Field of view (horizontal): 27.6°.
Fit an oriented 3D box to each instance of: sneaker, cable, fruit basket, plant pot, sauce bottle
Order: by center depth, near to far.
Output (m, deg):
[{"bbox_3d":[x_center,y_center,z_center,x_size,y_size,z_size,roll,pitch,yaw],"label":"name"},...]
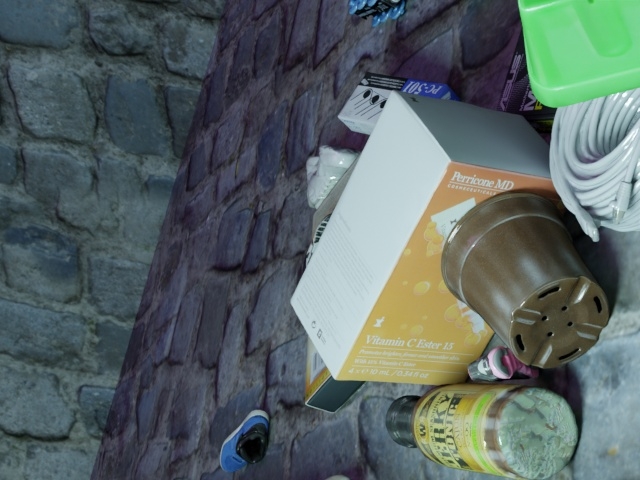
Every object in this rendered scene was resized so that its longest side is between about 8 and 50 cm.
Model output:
[{"bbox_3d":[0.382,-0.297,1.331,0.392,0.392,0.283,147,122,-60],"label":"fruit basket"},{"bbox_3d":[0.362,-0.138,1.492,0.257,0.089,0.257,-63,20,18],"label":"cable"},{"bbox_3d":[0.249,0.054,1.532,0.167,0.167,0.165,-63,29,21],"label":"plant pot"},{"bbox_3d":[0.218,0.151,1.564,0.057,0.119,0.047,-28,68,32],"label":"sneaker"},{"bbox_3d":[0.181,0.231,1.600,0.344,0.111,0.111,-18,55,67],"label":"sauce bottle"},{"bbox_3d":[0.000,0.000,2.225,0.109,0.040,0.044,-65,18,15],"label":"sneaker"},{"bbox_3d":[0.026,-0.107,2.390,0.232,0.090,0.115,139,138,-77],"label":"sneaker"},{"bbox_3d":[-0.143,0.390,2.403,0.152,0.058,0.085,-53,16,26],"label":"sneaker"}]

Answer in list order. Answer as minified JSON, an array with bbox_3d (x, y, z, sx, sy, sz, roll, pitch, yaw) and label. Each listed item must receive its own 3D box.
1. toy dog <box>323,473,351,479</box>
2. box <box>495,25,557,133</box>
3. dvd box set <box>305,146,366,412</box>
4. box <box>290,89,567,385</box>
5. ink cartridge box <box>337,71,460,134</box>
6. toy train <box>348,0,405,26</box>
[{"bbox_3d":[-0.063,0.496,1.762,0.395,0.285,0.408,-37,-2,-11],"label":"toy dog"},{"bbox_3d":[0.338,-0.277,1.726,0.216,0.060,0.270,12,84,70],"label":"box"},{"bbox_3d":[0.073,0.033,2.152,0.308,0.062,0.420,-52,26,42],"label":"dvd box set"},{"bbox_3d":[0.141,0.006,1.688,0.345,0.215,0.168,-64,36,28],"label":"box"},{"bbox_3d":[0.127,-0.217,2.134,0.207,0.046,0.097,18,72,51],"label":"ink cartridge box"},{"bbox_3d":[0.117,-0.476,2.491,0.105,0.080,0.184,-67,18,-8],"label":"toy train"}]
